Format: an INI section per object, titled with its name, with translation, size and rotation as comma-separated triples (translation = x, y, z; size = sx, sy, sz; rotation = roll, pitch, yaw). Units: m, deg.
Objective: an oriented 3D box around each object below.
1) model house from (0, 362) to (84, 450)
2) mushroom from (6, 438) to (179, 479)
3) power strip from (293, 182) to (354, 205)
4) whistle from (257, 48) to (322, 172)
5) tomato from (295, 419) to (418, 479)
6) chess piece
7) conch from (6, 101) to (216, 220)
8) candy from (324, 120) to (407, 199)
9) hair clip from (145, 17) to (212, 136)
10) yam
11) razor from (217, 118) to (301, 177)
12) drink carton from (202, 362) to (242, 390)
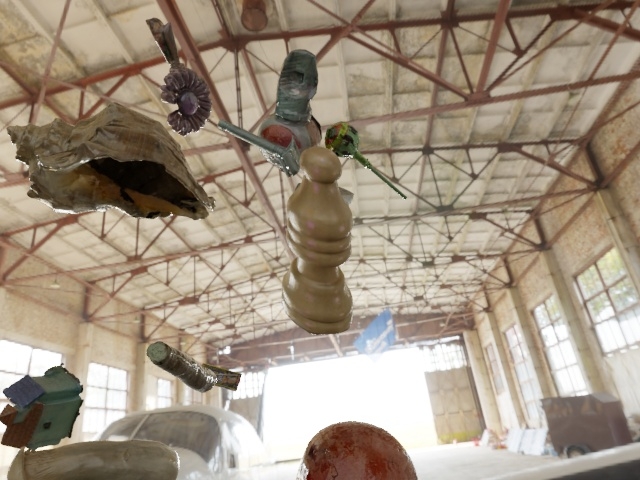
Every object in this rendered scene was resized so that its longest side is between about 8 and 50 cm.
[model house]
translation = -0.573, 0.333, 0.852
size = 0.119, 0.148, 0.148
rotation = 23, -1, 25
[mushroom]
translation = -0.322, 0.334, 0.632
size = 0.223, 0.081, 0.092
rotation = 21, -67, -34
[power strip]
translation = 0.022, -0.130, 1.261
size = 0.286, 0.080, 0.048
rotation = -8, -55, -62
[whistle]
translation = -0.081, -0.333, 1.184
size = 0.189, 0.189, 0.348
rotation = 0, -54, -16
[tomato]
translation = 0.051, 0.402, 0.709
size = 0.184, 0.208, 0.208
rotation = 20, -32, -15
[chess piece]
translation = 0.000, 0.000, 0.709
size = 0.124, 0.139, 0.307
rotation = -4, -54, -10
[conch]
translation = -0.327, -0.133, 0.721
size = 0.324, 0.186, 0.263
rotation = 4, -1, -32
[candy]
translation = 0.137, -0.209, 1.187
size = 0.305, 0.083, 0.091
rotation = 35, -65, -21
[hair clip]
translation = -0.373, -0.434, 1.144
size = 0.069, 0.301, 0.173
rotation = -2, 23, 35
[yam]
translation = -0.295, 0.279, 0.948
size = 0.061, 0.061, 0.274
rotation = -9, -32, 3
[razor]
translation = -0.156, -0.241, 1.067
size = 0.231, 0.068, 0.106
rotation = 27, -12, 18
[drink carton]
translation = -0.403, 0.548, 1.739
size = 0.165, 0.071, 0.056
rotation = 17, -29, -6
